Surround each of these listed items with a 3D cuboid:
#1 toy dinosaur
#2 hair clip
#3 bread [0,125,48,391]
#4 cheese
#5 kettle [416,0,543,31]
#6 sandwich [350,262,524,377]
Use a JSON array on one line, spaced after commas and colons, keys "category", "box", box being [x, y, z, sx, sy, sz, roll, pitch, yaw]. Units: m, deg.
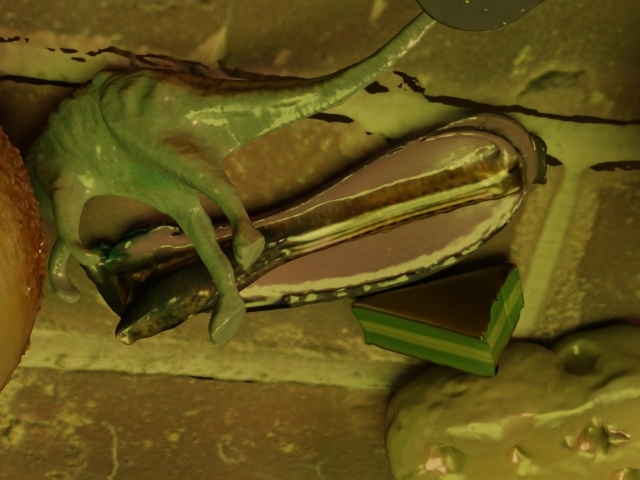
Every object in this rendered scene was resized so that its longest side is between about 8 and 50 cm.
[{"category": "toy dinosaur", "box": [-0.083, -0.052, 0.708, 0.393, 0.092, 0.205, -38, 73, 17]}, {"category": "hair clip", "box": [0.001, 0.002, 0.801, 0.359, 0.095, 0.110, -19, 93, -1]}, {"category": "bread", "box": [-0.296, -0.016, 0.675, 0.305, 0.159, 0.305, 17, 124, 26]}, {"category": "cheese", "box": [0.187, 0.164, 0.898, 0.263, 0.093, 0.159, -11, 122, 4]}, {"category": "kettle", "box": [0.073, -0.196, 0.620, 0.127, 0.148, 0.098, 37, 114, -24]}, {"category": "sandwich", "box": [0.096, 0.053, 0.858, 0.116, 0.074, 0.074, 13, 149, 24]}]
